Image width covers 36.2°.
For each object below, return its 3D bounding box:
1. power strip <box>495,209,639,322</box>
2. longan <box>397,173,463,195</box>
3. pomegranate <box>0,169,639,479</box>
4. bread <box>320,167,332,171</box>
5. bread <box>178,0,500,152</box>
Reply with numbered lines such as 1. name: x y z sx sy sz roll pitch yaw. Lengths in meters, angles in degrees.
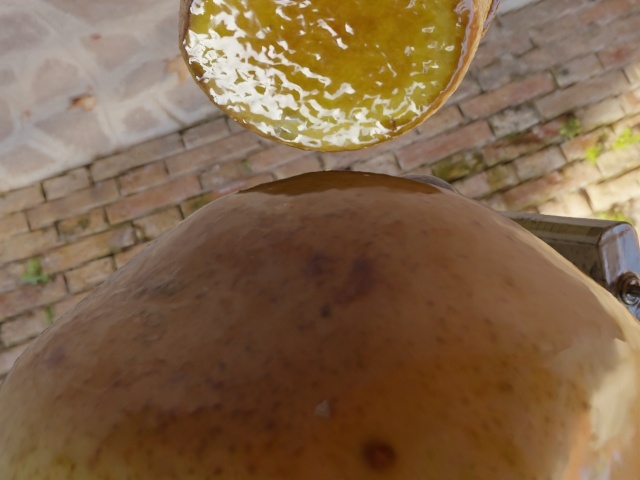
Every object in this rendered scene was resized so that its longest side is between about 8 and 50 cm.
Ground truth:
1. power strip: 0.168 0.026 0.728 0.034 0.092 0.268 -17 -169 -21
2. longan: 0.077 0.018 0.970 0.189 0.189 0.189 -18 159 -7
3. pomegranate: -0.005 0.161 0.550 0.417 0.416 0.416 -18 159 -7
4. bread: 0.000 0.000 1.347 0.114 0.190 0.132 -13 -153 24
5. bread: 0.013 -0.220 0.871 0.312 0.172 0.312 5 128 6
